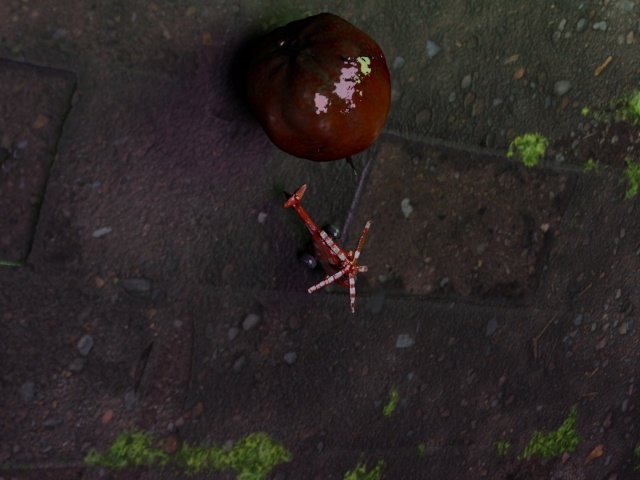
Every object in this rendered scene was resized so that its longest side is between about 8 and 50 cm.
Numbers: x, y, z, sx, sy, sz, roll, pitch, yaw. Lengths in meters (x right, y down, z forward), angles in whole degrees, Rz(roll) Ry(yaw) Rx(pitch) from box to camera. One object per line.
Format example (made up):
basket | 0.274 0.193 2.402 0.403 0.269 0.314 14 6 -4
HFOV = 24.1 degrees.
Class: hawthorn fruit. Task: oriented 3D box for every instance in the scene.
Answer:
hawthorn fruit | 0.003 -0.169 1.870 0.181 0.181 0.235 -43 140 -19

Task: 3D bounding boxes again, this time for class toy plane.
toy plane | -0.005 0.007 2.027 0.194 0.077 0.126 28 87 -40
